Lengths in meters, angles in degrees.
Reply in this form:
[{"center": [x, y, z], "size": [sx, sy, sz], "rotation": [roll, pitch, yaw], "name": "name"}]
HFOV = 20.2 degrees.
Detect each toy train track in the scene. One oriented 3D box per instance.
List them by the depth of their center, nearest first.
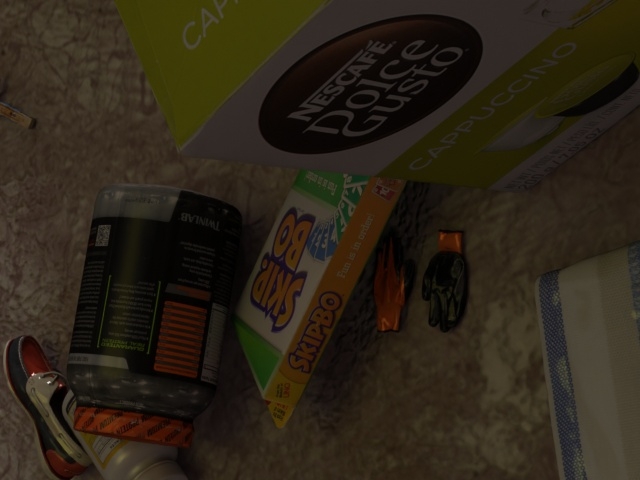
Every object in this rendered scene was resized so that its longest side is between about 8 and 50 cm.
[{"center": [-0.285, -0.118, 1.621], "size": [0.083, 0.014, 0.048], "rotation": [27, 98, 35], "name": "toy train track"}]

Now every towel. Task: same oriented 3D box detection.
[{"center": [0.260, 0.087, 1.091], "size": [0.285, 0.034, 0.209], "rotation": [-19, 72, 38], "name": "towel"}]

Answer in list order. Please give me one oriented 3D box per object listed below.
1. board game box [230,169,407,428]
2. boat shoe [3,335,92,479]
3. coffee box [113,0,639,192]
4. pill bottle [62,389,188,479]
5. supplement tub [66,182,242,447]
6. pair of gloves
[{"center": [0.000, 0.000, 1.304], "size": [0.259, 0.039, 0.124], "rotation": [-67, 23, 20], "name": "board game box"}, {"center": [-0.229, 0.138, 1.526], "size": [0.043, 0.049, 0.137], "rotation": [-37, 66, 31], "name": "boat shoe"}, {"center": [0.070, -0.263, 1.084], "size": [0.337, 0.334, 0.338], "rotation": [-40, 61, 34], "name": "coffee box"}, {"center": [-0.155, 0.163, 1.444], "size": [0.116, 0.065, 0.065], "rotation": [52, 120, 32], "name": "pill bottle"}, {"center": [-0.129, 0.059, 1.377], "size": [0.117, 0.117, 0.190], "rotation": [1, 77, 43], "name": "supplement tub"}, {"center": [0.071, 0.029, 1.283], "size": [0.083, 0.010, 0.074], "rotation": [-3, 84, 40], "name": "pair of gloves"}]
